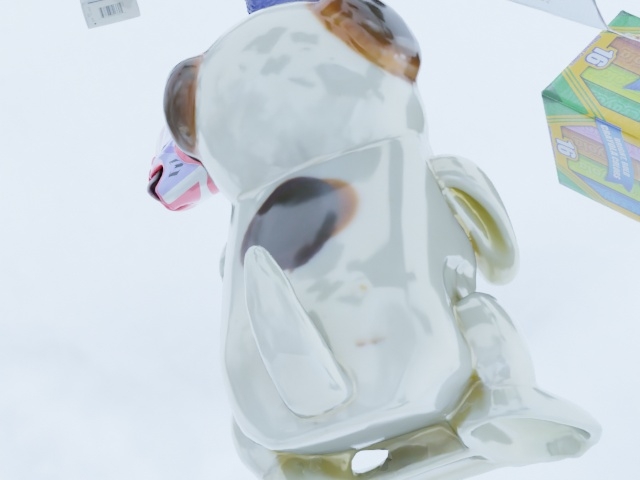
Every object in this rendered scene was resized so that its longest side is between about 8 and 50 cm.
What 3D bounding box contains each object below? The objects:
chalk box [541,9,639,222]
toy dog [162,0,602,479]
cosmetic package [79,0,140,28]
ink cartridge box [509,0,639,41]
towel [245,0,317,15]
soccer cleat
[{"bbox_3d":[0.332,-0.095,1.764,0.213,0.132,0.132,28,62,35],"label":"chalk box"},{"bbox_3d":[0.000,0.000,1.585,0.284,0.395,0.408,-27,61,28],"label":"toy dog"},{"bbox_3d":[-0.230,-0.281,2.006,0.060,0.041,0.115,-16,52,-4],"label":"cosmetic package"},{"bbox_3d":[0.140,-0.200,1.396,0.181,0.224,0.056,32,109,58],"label":"ink cartridge box"},{"bbox_3d":[-0.005,-0.379,2.206,0.227,0.308,0.076,-29,58,-11],"label":"towel"},{"bbox_3d":[-0.139,-0.069,1.871,0.095,0.083,0.248,-39,9,-11],"label":"soccer cleat"}]
